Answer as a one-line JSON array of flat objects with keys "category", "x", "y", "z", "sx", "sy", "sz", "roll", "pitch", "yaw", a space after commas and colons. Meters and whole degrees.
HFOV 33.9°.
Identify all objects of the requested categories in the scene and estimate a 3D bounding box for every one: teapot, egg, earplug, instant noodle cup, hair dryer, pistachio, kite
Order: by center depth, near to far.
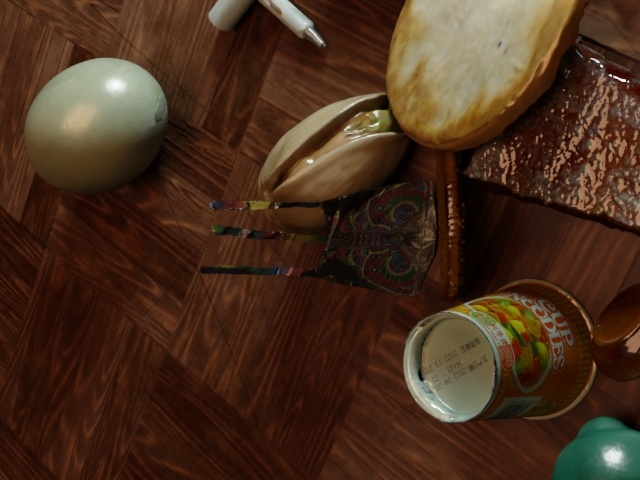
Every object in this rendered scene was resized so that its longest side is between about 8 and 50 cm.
[{"category": "teapot", "x": 0.341, "y": 0.094, "z": 1.088, "sx": 0.129, "sy": 0.078, "sz": 0.098, "roll": -50, "pitch": 21, "yaw": 13}, {"category": "earplug", "x": 0.301, "y": 0.328, "z": 1.096, "sx": 0.257, "sy": 0.163, "sz": 0.280, "roll": 128, "pitch": 141, "yaw": -69}, {"category": "instant noodle cup", "x": 0.185, "y": 0.127, "z": 1.137, "sx": 0.168, "sy": 0.185, "sz": 0.168, "roll": 1, "pitch": 91, "yaw": 39}, {"category": "kite", "x": 0.000, "y": 0.000, "z": 1.254, "sx": 0.015, "sy": 0.285, "sz": 0.152, "roll": -109, "pitch": 21, "yaw": -67}, {"category": "pistachio", "x": 0.014, "y": -0.092, "z": 1.301, "sx": 0.215, "sy": 0.144, "sz": 0.144, "roll": -34, "pitch": 69, "yaw": 15}, {"category": "hair dryer", "x": -0.061, "y": -0.299, "z": 1.423, "sx": 0.155, "sy": 0.044, "sz": 0.183, "roll": -45, "pitch": 67, "yaw": 33}, {"category": "egg", "x": -0.332, "y": -0.165, "z": 1.548, "sx": 0.253, "sy": 0.186, "sz": 0.187, "roll": -25, "pitch": 76, "yaw": 34}]

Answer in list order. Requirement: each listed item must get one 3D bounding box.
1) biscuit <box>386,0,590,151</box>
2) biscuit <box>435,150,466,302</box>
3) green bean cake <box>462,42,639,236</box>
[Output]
[{"category": "biscuit", "x": 0.163, "y": -0.196, "z": 1.166, "sx": 0.309, "sy": 0.040, "sz": 0.205, "roll": 28, "pitch": 96, "yaw": 59}, {"category": "biscuit", "x": 0.151, "y": -0.030, "z": 1.211, "sx": 0.025, "sy": 0.126, "sz": 0.206, "roll": -2, "pitch": 88, "yaw": 2}, {"category": "green bean cake", "x": 0.288, "y": -0.084, "z": 1.106, "sx": 0.232, "sy": 0.097, "sz": 0.199, "roll": 38, "pitch": 112, "yaw": 32}]
